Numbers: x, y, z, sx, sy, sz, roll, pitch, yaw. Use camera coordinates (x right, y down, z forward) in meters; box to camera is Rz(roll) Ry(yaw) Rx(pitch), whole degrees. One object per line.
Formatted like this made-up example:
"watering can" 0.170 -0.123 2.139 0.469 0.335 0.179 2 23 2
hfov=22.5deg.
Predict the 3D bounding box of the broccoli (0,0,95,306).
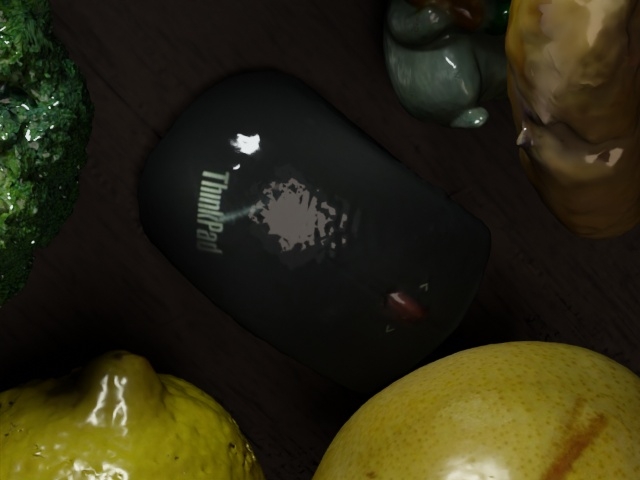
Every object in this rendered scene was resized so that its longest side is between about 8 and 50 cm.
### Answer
"broccoli" -0.277 -0.073 0.991 0.270 0.270 0.270 -21 126 -49

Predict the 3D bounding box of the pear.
"pear" 0.138 0.230 1.214 0.314 0.314 0.314 -6 116 -13

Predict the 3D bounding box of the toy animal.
"toy animal" 0.072 -0.188 1.111 0.108 0.138 0.236 -37 107 -28

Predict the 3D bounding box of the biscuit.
"biscuit" 0.181 -0.223 0.966 0.104 0.446 0.429 4 111 12

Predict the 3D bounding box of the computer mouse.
"computer mouse" 0.000 0.000 1.180 0.269 0.100 0.170 34 104 -26

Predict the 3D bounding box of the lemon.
"lemon" -0.150 0.225 1.161 0.245 0.245 0.320 -3 110 -15
